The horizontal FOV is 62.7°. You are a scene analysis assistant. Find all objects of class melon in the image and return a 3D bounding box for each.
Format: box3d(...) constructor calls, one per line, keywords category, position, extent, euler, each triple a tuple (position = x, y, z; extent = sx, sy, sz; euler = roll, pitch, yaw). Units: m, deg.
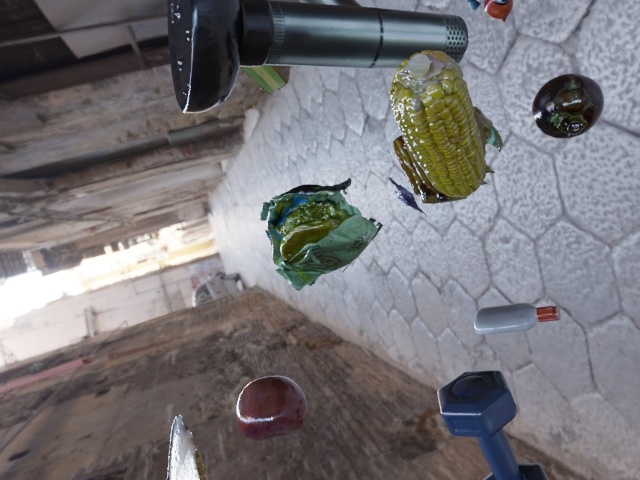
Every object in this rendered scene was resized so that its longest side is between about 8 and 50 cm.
box3d(category="melon", position=(-0.159, 0.308, 0.651), extent=(0.182, 0.054, 0.098), euler=(41, 125, 55))

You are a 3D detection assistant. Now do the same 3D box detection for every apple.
box3d(category="apple", position=(-0.103, 0.351, 1.103), extent=(0.153, 0.153, 0.120), euler=(95, 162, -63))

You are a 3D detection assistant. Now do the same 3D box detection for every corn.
box3d(category="corn", position=(0.132, -0.115, 0.572), extent=(0.238, 0.080, 0.080), euler=(45, -163, -57))

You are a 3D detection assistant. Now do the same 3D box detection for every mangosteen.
box3d(category="mangosteen", position=(0.846, -0.438, 1.805), extent=(0.231, 0.231, 0.289), euler=(84, -158, -46))

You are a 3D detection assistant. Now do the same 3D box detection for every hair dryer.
box3d(category="hair dryer", position=(-0.039, -0.247, 0.613), extent=(0.284, 0.320, 0.156), euler=(37, 130, 50))

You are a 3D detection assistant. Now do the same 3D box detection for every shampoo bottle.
box3d(category="shampoo bottle", position=(0.540, 0.211, 1.446), extent=(0.108, 0.221, 0.051), euler=(-48, -62, -52))

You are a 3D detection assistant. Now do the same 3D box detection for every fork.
box3d(category="fork", position=(0.432, -0.261, 1.331), extent=(0.039, 0.021, 0.235), euler=(36, -166, 16))

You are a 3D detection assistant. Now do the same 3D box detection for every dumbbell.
box3d(category="dumbbell", position=(0.359, 0.426, 1.062), extent=(0.160, 0.144, 0.325), euler=(-73, -41, -74))

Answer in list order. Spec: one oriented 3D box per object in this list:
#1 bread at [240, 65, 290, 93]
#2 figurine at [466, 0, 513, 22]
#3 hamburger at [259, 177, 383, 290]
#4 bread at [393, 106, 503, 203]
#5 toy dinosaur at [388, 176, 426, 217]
box3d(category="bread", position=(-0.143, -0.435, 1.266), extent=(0.139, 0.074, 0.084), euler=(34, -134, -43))
box3d(category="figurine", position=(0.431, -0.615, 1.340), extent=(0.140, 0.068, 0.075), euler=(38, 151, -9))
box3d(category="hamburger", position=(-0.006, 0.003, 1.164), extent=(0.276, 0.260, 0.150), euler=(47, -154, -46))
box3d(category="bread", position=(0.463, -0.313, 1.798), extent=(0.191, 0.370, 0.314), euler=(102, 147, -62))
box3d(category="toy dinosaur", position=(0.287, -0.146, 1.756), extent=(0.197, 0.045, 0.080), euler=(43, -172, -22))
